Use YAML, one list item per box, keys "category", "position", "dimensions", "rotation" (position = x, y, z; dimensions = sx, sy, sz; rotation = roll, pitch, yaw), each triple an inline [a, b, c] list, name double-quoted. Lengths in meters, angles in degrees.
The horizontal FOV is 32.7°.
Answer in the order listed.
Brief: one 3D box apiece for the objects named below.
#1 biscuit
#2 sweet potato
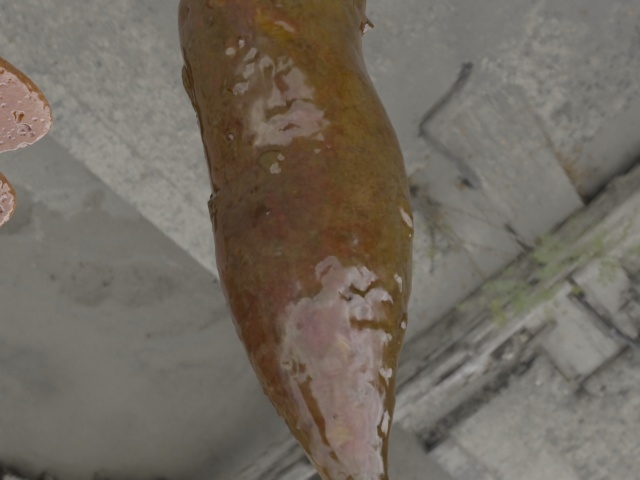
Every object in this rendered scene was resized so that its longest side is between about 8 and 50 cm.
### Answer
- category: "biscuit"
  position: [-0.335, -0.091, 1.036]
  dimensions: [0.192, 0.036, 0.186]
  rotation: [-36, 140, 16]
- category: "sweet potato"
  position: [-0.003, 0.001, 0.646]
  dimensions: [0.131, 0.337, 0.131]
  rotation: [-10, 162, -3]
